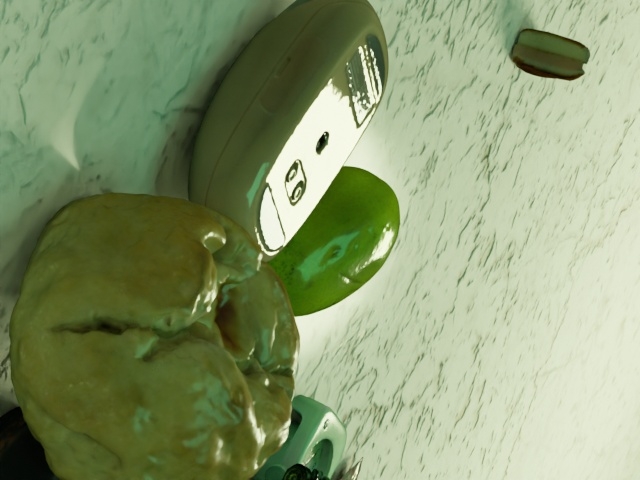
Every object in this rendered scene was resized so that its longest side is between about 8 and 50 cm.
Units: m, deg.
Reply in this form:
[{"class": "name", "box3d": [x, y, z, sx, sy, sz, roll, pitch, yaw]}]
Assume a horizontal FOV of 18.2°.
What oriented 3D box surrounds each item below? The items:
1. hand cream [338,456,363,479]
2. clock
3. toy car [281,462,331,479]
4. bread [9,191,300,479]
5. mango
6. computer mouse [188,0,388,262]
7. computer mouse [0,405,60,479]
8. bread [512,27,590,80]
[{"class": "hand cream", "box3d": [-0.008, 0.291, 1.989, 0.209, 0.043, 0.067, -42, 149, -55]}, {"class": "clock", "box3d": [-0.027, 0.217, 1.871, 0.135, 0.041, 0.101, -59, 156, -16]}, {"class": "toy car", "box3d": [-0.037, 0.270, 1.814, 0.143, 0.054, 0.073, -45, 131, 3]}, {"class": "bread", "box3d": [-0.102, 0.077, 1.366, 0.244, 0.134, 0.244, 45, 37, -47]}, {"class": "mango", "box3d": [0.000, 0.004, 1.688, 0.163, 0.089, 0.117, -37, 153, -29]}, {"class": "computer mouse", "box3d": [-0.029, -0.089, 1.529, 0.236, 0.082, 0.145, -59, 155, -22]}, {"class": "computer mouse", "box3d": [-0.197, 0.256, 1.453, 0.183, 0.116, 0.323, -38, 145, -40]}, {"class": "bread", "box3d": [0.225, -0.190, 2.026, 0.062, 0.109, 0.043, 17, 92, -23]}]
